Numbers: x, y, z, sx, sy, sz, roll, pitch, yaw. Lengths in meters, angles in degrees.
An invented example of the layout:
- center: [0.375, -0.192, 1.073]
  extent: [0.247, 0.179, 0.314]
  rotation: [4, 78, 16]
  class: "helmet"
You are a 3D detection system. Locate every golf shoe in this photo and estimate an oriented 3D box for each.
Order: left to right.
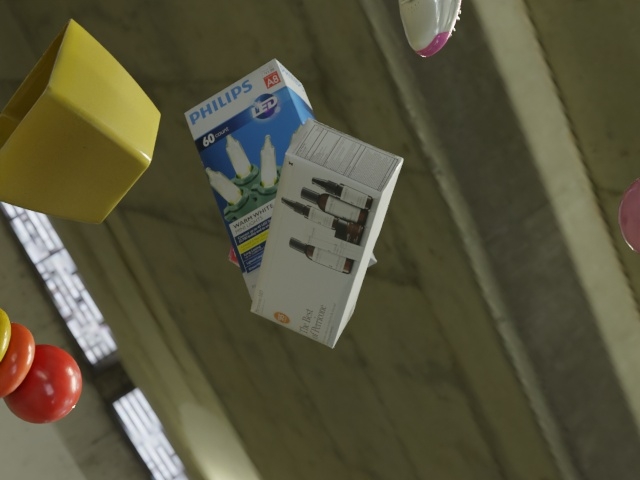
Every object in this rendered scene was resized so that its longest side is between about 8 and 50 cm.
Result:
- center: [0.139, -0.428, 1.922]
  extent: [0.115, 0.140, 0.306]
  rotation: [-29, -127, 46]
  class: "golf shoe"

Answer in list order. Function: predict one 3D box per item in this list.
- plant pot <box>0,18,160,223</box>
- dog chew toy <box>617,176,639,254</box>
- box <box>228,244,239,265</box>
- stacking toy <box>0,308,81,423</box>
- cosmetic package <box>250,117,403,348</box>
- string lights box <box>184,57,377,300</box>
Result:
- center: [-0.353, -0.150, 1.799]
  extent: [0.187, 0.212, 0.212]
  rotation: [33, 31, -22]
  class: "plant pot"
- center: [0.555, -0.041, 1.719]
  extent: [0.332, 0.206, 0.206]
  rotation: [-6, -65, 54]
  class: "dog chew toy"
- center: [-0.031, 0.022, 2.087]
  extent: [0.128, 0.123, 0.257]
  rotation: [10, -12, 27]
  class: "box"
- center: [-0.387, 0.097, 1.323]
  extent: [0.330, 0.141, 0.141]
  rotation: [37, -5, -39]
  class: "stacking toy"
- center: [0.000, 0.000, 1.201]
  extent: [0.099, 0.060, 0.239]
  rotation: [25, -41, 9]
  class: "cosmetic package"
- center: [-0.049, -0.062, 1.422]
  extent: [0.077, 0.133, 0.260]
  rotation: [35, 29, -60]
  class: "string lights box"
